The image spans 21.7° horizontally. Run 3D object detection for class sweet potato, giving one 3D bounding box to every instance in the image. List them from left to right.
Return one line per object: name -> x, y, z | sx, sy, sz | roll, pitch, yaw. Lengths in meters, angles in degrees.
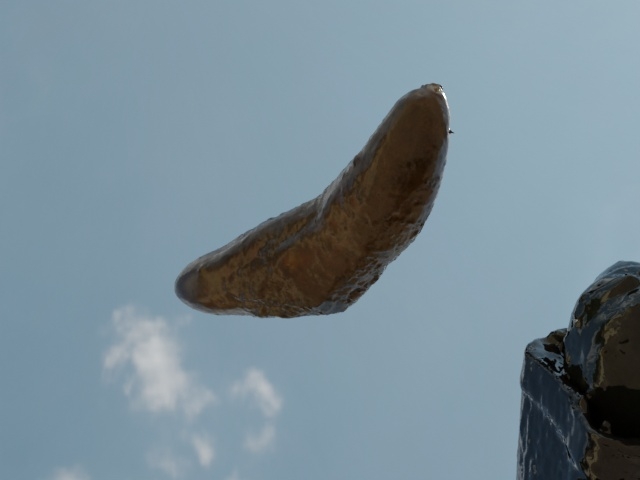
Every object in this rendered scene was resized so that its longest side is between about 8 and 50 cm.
sweet potato -> 0.003, 0.002, 1.393 | 0.341, 0.092, 0.114 | -36, -96, 38

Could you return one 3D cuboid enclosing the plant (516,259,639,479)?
plant -> 0.226, 0.138, 1.219 | 0.141, 0.164, 0.256 | 4, -63, -18
